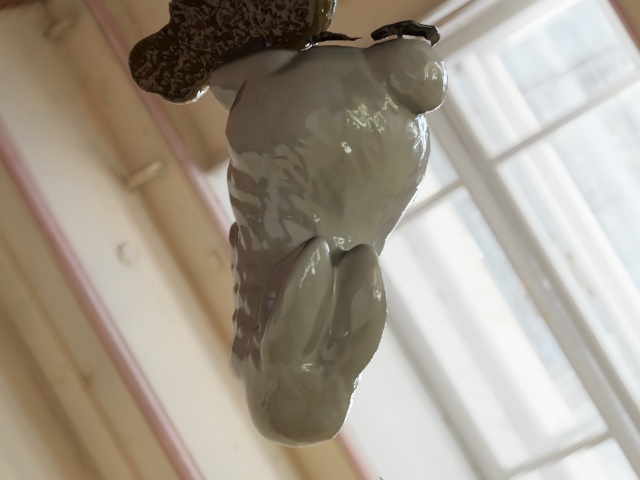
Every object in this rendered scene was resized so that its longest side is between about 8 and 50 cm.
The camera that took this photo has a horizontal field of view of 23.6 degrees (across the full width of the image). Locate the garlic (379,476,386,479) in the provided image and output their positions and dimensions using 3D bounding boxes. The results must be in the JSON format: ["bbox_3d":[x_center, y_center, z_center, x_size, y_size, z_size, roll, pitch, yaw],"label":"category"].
[{"bbox_3d":[0.050,0.203,0.977,0.074,0.094,0.113,-57,160,-6],"label":"garlic"}]

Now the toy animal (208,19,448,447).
[{"bbox_3d":[0.000,0.000,1.365,0.194,0.357,0.258,12,160,-29],"label":"toy animal"}]

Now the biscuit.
[{"bbox_3d":[-0.069,-0.242,1.423,0.319,0.183,0.047,-50,165,30],"label":"biscuit"}]
